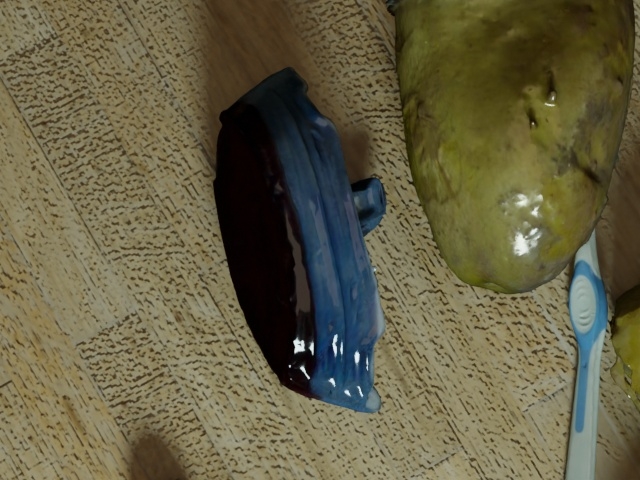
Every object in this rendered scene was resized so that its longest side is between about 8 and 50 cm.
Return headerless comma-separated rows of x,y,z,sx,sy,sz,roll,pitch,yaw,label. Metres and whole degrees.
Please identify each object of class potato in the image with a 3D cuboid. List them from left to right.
0.165,-0.087,1.549,0.229,0.229,0.266,-3,86,-5,potato

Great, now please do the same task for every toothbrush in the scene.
0.235,0.067,1.620,0.040,0.040,0.386,6,82,-4,toothbrush

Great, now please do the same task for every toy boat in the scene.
0.000,0.000,1.576,0.142,0.129,0.309,-10,83,-35,toy boat

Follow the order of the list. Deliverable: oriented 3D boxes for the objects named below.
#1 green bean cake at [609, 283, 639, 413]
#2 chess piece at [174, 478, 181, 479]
0.380,0.102,1.557,0.224,0.131,0.230,-36,87,12,green bean cake
-0.108,0.267,1.560,0.066,0.066,0.122,-35,82,-8,chess piece
